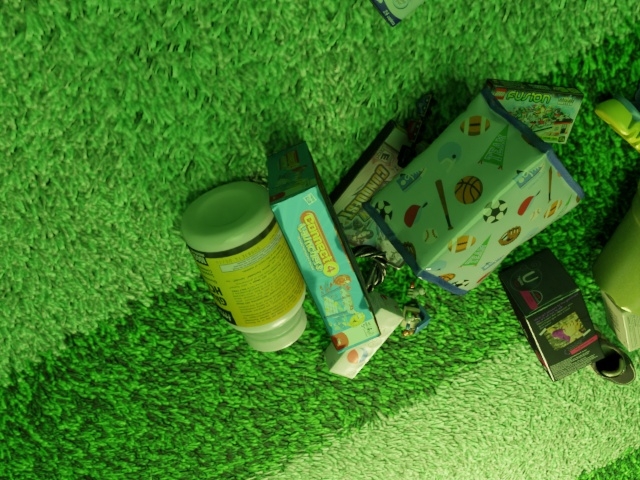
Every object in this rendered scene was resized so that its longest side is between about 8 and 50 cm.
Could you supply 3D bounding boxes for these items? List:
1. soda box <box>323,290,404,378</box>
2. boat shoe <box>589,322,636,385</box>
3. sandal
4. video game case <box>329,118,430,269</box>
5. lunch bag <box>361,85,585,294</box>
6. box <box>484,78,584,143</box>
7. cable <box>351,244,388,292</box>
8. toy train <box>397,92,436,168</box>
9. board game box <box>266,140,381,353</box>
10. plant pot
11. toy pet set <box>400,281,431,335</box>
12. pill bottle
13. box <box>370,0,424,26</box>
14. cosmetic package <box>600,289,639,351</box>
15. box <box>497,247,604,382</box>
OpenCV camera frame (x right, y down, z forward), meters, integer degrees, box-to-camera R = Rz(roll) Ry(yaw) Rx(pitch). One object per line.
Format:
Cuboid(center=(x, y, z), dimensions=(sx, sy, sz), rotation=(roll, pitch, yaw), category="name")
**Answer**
Cuboid(center=(0.099, 0.225, 1.759), dimensions=(0.073, 0.069, 0.216), rotation=(24, 116, -28), category="soda box")
Cuboid(center=(0.769, 0.324, 1.987), dimensions=(0.102, 0.092, 0.285), rotation=(-38, 125, 13), category="boat shoe")
Cuboid(center=(0.724, -0.231, 1.565), dimensions=(0.317, 0.126, 0.138), rotation=(31, 109, -32), category="sandal")
Cuboid(center=(0.159, -0.087, 1.572), dimensions=(0.248, 0.035, 0.275), rotation=(27, 114, -29), category="video game case")
Cuboid(center=(0.317, -0.069, 1.450), dimensions=(0.328, 0.239, 0.385), rotation=(-43, 147, 16), category="lunch bag")
Cuboid(center=(0.420, -0.261, 1.514), dimensions=(0.206, 0.036, 0.114), rotation=(2, 124, -16), category="box")
Cuboid(center=(0.072, 0.073, 1.632), dimensions=(0.184, 0.047, 0.150), rotation=(-28, 129, 23), category="cable")
Cuboid(center=(0.186, -0.217, 1.458), dimensions=(0.036, 0.027, 0.158), rotation=(19, 94, -18), category="toy train")
Cuboid(center=(0.000, 0.000, 1.380), dimensions=(0.086, 0.308, 0.302), rotation=(-22, 112, 4), category="board game box")
Cuboid(center=(0.767, 0.026, 1.694), dimensions=(0.275, 0.276, 0.254), rotation=(10, 134, -21), category="plant pot")
Cuboid(center=(0.227, 0.176, 1.727), dimensions=(0.065, 0.122, 0.114), rotation=(10, 150, 1), category="toy pet set")
Cuboid(center=(-0.139, 0.063, 1.506), dimensions=(0.187, 0.188, 0.334), rotation=(-19, 127, 0), category="pill bottle")
Cuboid(center=(0.131, -0.463, 1.272), dimensions=(0.137, 0.072, 0.126), rotation=(-39, 126, 13), category="box")
Cuboid(center=(0.882, 0.137, 1.871), dimensions=(0.309, 0.113, 0.160), rotation=(-24, 127, 2), category="cosmetic package")
Cuboid(center=(0.553, 0.182, 1.784), dimensions=(0.143, 0.165, 0.270), rotation=(-28, 126, 6), category="box")
